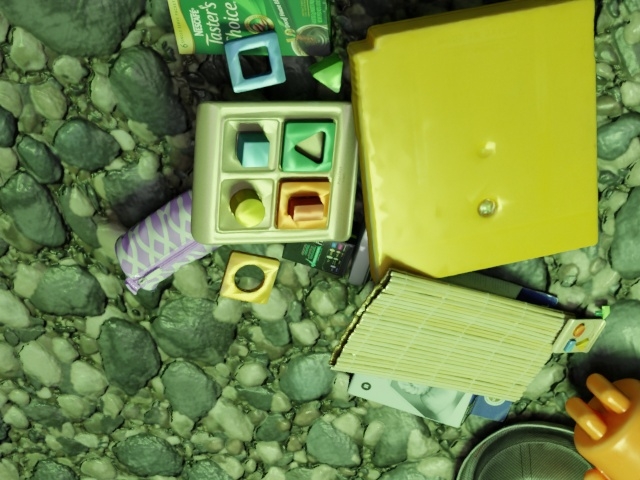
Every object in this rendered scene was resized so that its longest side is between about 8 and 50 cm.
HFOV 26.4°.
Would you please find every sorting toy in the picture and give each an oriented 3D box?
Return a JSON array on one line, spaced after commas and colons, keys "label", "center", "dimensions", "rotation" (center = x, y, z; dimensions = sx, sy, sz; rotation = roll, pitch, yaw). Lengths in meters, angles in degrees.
[{"label": "sorting toy", "center": [0.341, 0.115, 1.756], "dimensions": [0.062, 0.012, 0.083], "rotation": [5, 126, -32]}, {"label": "sorting toy", "center": [-0.051, -0.073, 1.607], "dimensions": [0.196, 0.047, 0.347], "rotation": [0, 115, -12]}]

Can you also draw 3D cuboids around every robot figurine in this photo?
[{"label": "robot figurine", "center": [0.420, 0.269, 1.784], "dimensions": [0.219, 0.158, 0.128], "rotation": [40, 145, -16]}]

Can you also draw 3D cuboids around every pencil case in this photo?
[{"label": "pencil case", "center": [-0.167, -0.012, 1.716], "dimensions": [0.206, 0.088, 0.086], "rotation": [-33, 118, 22]}]

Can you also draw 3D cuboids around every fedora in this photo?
[{"label": "fedora", "center": [0.305, 0.383, 1.865], "dimensions": [0.244, 0.124, 0.275], "rotation": [-5, 119, 10]}]

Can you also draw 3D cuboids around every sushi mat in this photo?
[{"label": "sushi mat", "center": [0.169, 0.125, 1.704], "dimensions": [0.317, 0.019, 0.151], "rotation": [14, 120, -34]}]

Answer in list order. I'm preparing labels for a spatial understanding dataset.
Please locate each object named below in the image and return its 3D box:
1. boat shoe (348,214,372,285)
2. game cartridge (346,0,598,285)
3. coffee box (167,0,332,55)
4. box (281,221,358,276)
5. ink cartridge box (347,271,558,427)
[{"label": "boat shoe", "center": [0.099, -0.036, 1.681], "dimensions": [0.076, 0.080, 0.228], "rotation": [19, 112, -4]}, {"label": "game cartridge", "center": [0.184, -0.115, 1.593], "dimensions": [0.285, 0.052, 0.323], "rotation": [-11, 118, -8]}, {"label": "coffee box", "center": [-0.080, -0.262, 1.566], "dimensions": [0.184, 0.040, 0.113], "rotation": [3, 146, 5]}, {"label": "box", "center": [0.000, 0.000, 1.717], "dimensions": [0.083, 0.062, 0.052], "rotation": [17, 119, -4]}, {"label": "ink cartridge box", "center": [0.171, 0.139, 1.786], "dimensions": [0.224, 0.045, 0.223], "rotation": [16, 120, -3]}]
